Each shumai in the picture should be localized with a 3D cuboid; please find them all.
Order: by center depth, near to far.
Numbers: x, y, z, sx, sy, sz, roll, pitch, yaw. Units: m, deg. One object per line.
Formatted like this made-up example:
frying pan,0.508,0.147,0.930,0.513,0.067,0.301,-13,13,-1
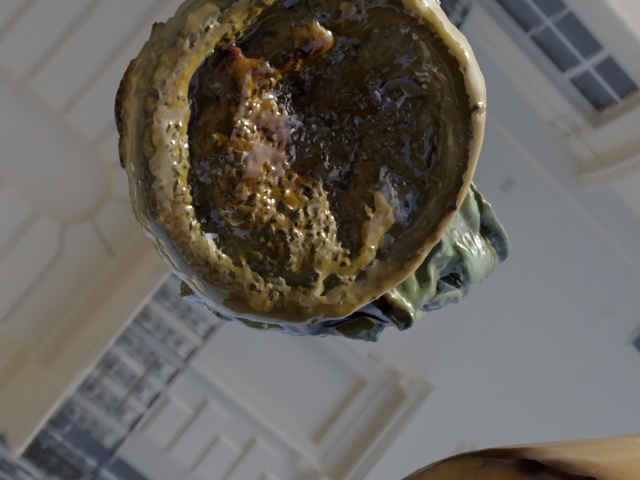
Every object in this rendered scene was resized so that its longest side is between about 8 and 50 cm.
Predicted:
shumai,0.001,0.003,0.653,0.142,0.184,0.184,-46,-160,-13

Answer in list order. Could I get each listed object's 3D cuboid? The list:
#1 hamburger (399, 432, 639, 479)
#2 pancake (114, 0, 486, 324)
hamburger,0.099,0.204,0.413,0.302,0.170,0.302,-27,-127,44
pancake,-0.002,-0.035,0.423,0.139,0.139,0.022,-48,-150,0
